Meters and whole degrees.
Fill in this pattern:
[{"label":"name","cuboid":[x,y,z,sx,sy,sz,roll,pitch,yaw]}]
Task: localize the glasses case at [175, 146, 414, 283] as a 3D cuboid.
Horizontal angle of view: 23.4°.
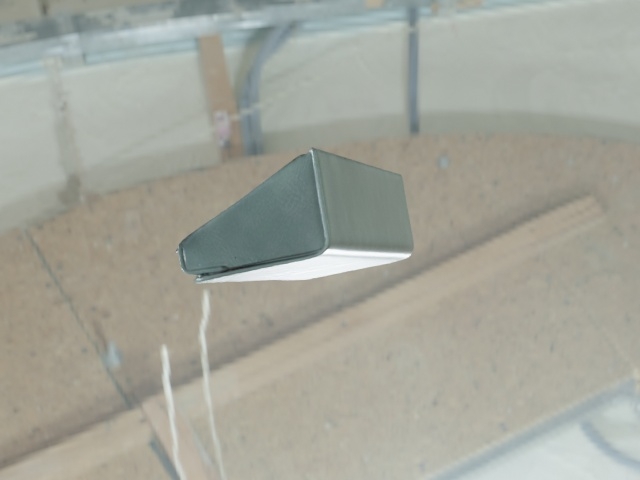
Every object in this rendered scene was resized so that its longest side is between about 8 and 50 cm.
[{"label":"glasses case","cuboid":[0.000,0.000,0.995,0.105,0.266,0.056,-36,-99,11]}]
